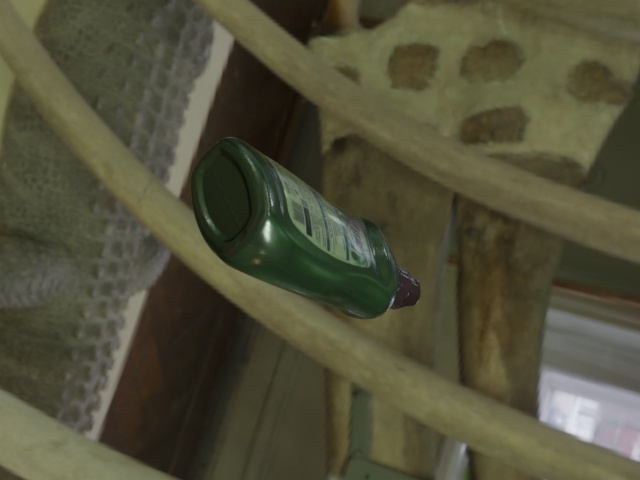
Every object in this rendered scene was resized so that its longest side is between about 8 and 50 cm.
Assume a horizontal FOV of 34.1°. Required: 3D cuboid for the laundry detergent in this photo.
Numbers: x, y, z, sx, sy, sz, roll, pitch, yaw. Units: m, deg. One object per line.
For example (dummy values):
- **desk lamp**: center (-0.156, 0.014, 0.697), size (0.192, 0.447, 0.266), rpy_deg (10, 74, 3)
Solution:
- **laundry detergent**: center (0.000, 0.000, 0.866), size (0.221, 0.144, 0.078), rpy_deg (24, 116, -41)
